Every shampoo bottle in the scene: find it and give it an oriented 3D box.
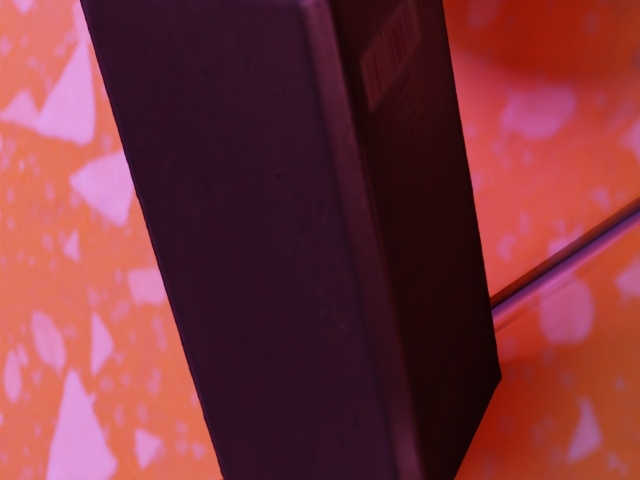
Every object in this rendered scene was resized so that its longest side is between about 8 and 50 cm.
[{"bbox_3d":[0.000,0.000,0.536,0.079,0.080,0.246,9,133,24],"label":"shampoo bottle"}]
